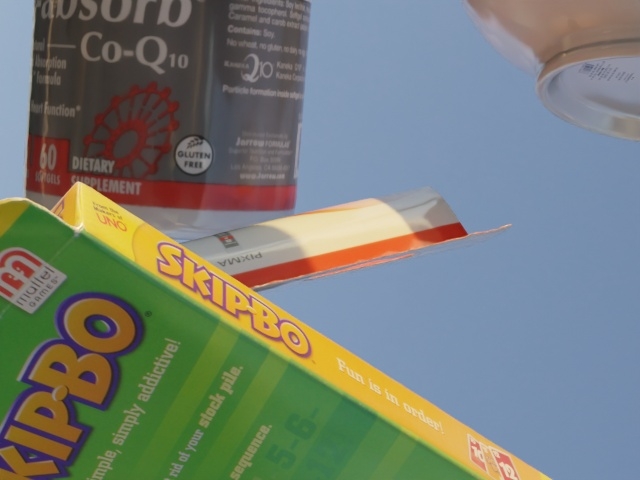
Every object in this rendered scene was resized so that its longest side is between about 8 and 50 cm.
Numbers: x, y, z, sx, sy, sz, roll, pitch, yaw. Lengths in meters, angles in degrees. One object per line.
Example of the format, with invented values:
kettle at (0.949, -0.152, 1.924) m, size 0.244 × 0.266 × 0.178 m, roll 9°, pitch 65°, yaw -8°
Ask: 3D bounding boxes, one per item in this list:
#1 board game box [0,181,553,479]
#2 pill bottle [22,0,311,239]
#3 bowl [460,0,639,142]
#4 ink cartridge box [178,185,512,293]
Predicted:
board game box at (-0.036, 0.081, 0.486) m, size 0.124 × 0.259 × 0.039 m, roll -44°, pitch -147°, yaw 21°
pill bottle at (-0.110, -0.190, 1.049) m, size 0.210 × 0.210 × 0.363 m, roll 12°, pitch -81°, yaw 54°
bowl at (0.198, -0.137, 0.774) m, size 0.298 × 0.297 × 0.134 m, roll -11°, pitch -114°, yaw 53°
ink cartridge box at (0.000, 0.000, 0.720) m, size 0.179 × 0.145 × 0.045 m, roll 148°, pitch -71°, yaw -76°
